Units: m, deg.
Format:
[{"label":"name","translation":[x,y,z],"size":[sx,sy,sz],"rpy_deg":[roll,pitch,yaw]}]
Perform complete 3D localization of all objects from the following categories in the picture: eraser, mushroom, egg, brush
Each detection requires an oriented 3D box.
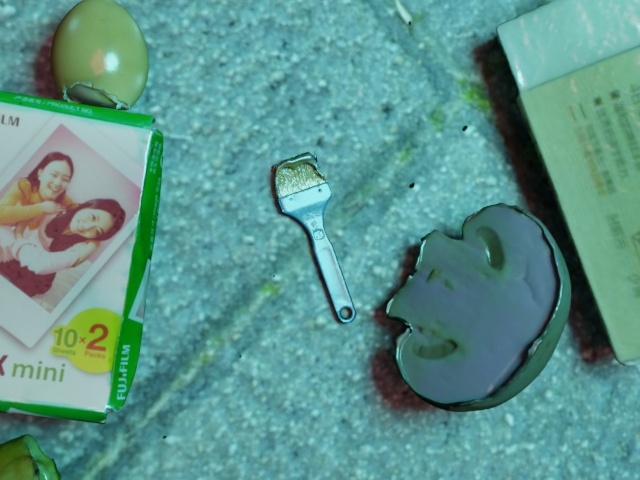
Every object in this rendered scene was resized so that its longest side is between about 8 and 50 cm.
[{"label":"eraser","translation":[0.288,-0.065,0.691],"size":[0.144,0.078,0.343],"rpy_deg":[-20,92,18]},{"label":"mushroom","translation":[0.153,0.071,0.668],"size":[0.117,0.141,0.188],"rpy_deg":[38,82,-43]},{"label":"egg","translation":[-0.183,-0.155,0.617],"size":[0.080,0.080,0.096],"rpy_deg":[11,78,-12]},{"label":"brush","translation":[0.000,0.000,0.686],"size":[0.051,0.014,0.164],"rpy_deg":[-21,94,-11]}]

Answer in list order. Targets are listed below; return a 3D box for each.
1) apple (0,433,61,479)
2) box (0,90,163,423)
[{"label":"apple","translation":[-0.214,0.324,0.575],"size":[0.346,0.254,0.179],"rpy_deg":[61,35,-6]},{"label":"box","translation":[-0.226,0.012,0.591],"size":[0.180,0.103,0.250],"rpy_deg":[8,86,-11]}]
